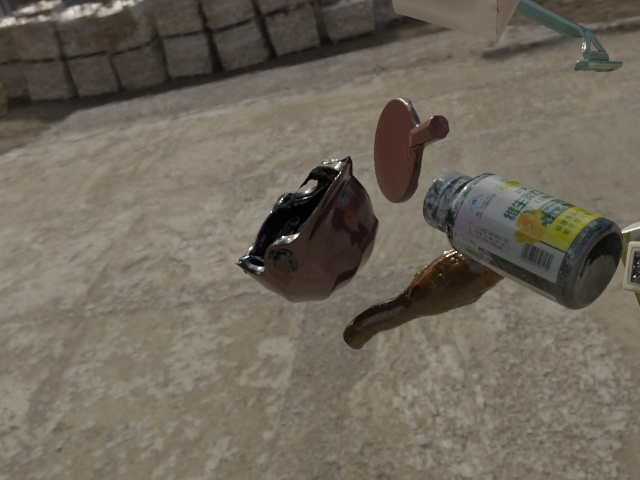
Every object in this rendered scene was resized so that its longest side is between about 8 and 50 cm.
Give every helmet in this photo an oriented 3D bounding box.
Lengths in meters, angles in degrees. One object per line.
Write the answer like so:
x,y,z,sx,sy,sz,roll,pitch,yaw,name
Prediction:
0.000,0.000,1.437,0.338,0.197,0.271,-30,22,45,helmet

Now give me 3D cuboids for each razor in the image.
0.427,-0.399,1.361,0.111,0.056,0.278,-9,48,-38,razor

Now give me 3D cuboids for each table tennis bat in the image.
0.210,-0.235,1.843,0.051,0.268,0.415,-3,-5,-16,table tennis bat

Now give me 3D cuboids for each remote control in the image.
0.539,0.046,1.161,0.029,0.087,0.190,7,2,-8,remote control

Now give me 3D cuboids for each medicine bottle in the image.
0.295,-0.015,1.129,0.141,0.141,0.293,-29,40,-30,medicine bottle

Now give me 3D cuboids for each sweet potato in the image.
0.205,0.098,1.395,0.385,0.109,0.109,-32,13,31,sweet potato

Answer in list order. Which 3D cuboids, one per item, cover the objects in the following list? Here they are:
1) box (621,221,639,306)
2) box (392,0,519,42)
0.778,0.033,1.546,0.111,0.194,0.260,-20,-2,-40,box
0.180,-0.340,0.842,0.135,0.081,0.199,24,76,22,box
